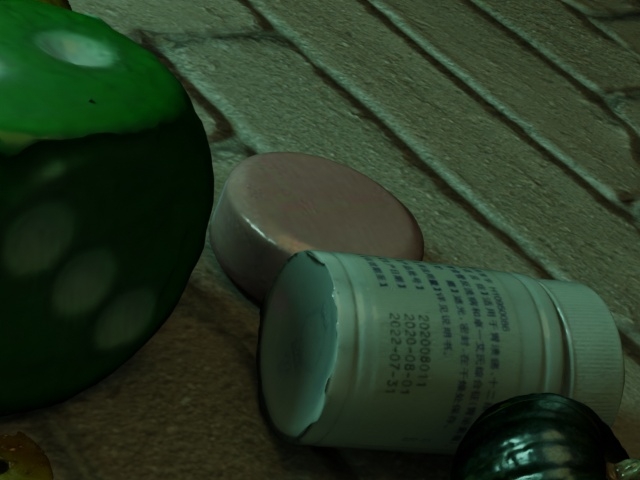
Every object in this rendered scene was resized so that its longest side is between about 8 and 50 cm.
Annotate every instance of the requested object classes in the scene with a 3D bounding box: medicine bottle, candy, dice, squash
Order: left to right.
[{"bbox_3d":[-0.295,-0.041,1.255,0.300,0.297,0.287,-15,46,-45],"label":"dice"},{"bbox_3d":[0.000,0.000,1.570,0.255,0.094,0.255,17,32,-11],"label":"candy"},{"bbox_3d":[0.121,0.118,1.380,0.332,0.190,0.190,7,35,-24],"label":"medicine bottle"},{"bbox_3d":[0.213,0.243,1.248,0.218,0.172,0.218,21,52,-29],"label":"squash"}]

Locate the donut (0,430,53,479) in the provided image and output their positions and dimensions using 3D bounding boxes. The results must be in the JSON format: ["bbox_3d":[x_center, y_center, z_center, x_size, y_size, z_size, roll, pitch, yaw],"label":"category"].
[{"bbox_3d":[-0.278,0.200,1.144,0.108,0.043,0.097,10,34,-22],"label":"donut"}]

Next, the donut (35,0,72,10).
[{"bbox_3d":[-0.358,-0.158,1.446,0.272,0.272,0.107,-14,59,-44],"label":"donut"}]
